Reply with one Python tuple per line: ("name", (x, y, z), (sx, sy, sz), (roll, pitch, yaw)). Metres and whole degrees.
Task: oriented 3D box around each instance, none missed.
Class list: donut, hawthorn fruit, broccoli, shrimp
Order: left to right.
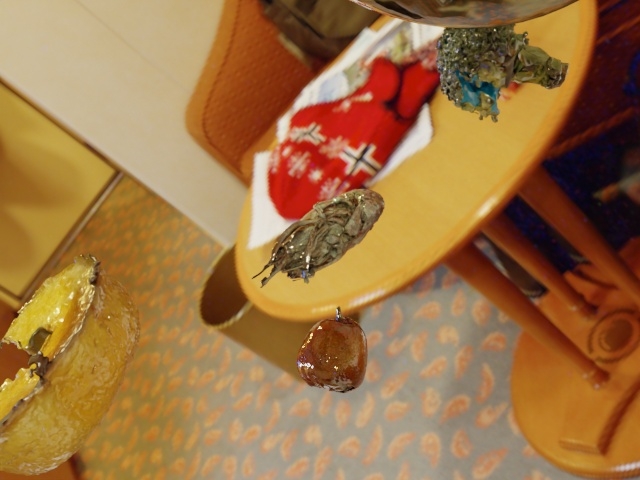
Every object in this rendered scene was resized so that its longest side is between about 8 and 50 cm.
("donut", (-0.195, 0.091, 0.699), (0.146, 0.078, 0.181), (-39, 25, 23))
("shrimp", (-0.001, -0.001, 1.003), (0.190, 0.075, 0.073), (-30, 21, -35))
("hawthorn fruit", (0.014, 0.114, 0.916), (0.077, 0.077, 0.077), (-35, 32, 26))
("broccoli", (0.215, -0.213, 1.100), (0.167, 0.160, 0.155), (100, -169, -52))

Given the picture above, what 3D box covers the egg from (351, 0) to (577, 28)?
("egg", (0.068, -0.304, 0.622), (0.287, 0.379, 0.288), (-48, 24, 29))
